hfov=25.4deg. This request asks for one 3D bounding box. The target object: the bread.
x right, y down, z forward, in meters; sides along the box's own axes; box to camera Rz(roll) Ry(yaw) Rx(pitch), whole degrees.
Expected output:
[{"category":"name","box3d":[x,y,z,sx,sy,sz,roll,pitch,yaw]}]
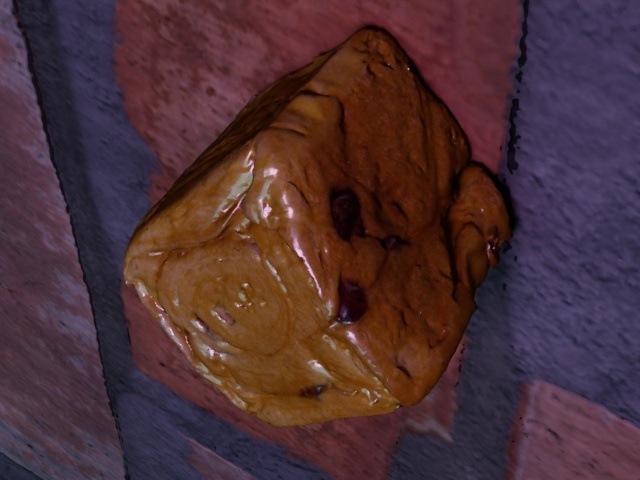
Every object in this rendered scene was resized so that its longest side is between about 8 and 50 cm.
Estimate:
[{"category":"bread","box3d":[0.000,0.000,0.736,0.149,0.143,0.158,48,144,-10]}]
